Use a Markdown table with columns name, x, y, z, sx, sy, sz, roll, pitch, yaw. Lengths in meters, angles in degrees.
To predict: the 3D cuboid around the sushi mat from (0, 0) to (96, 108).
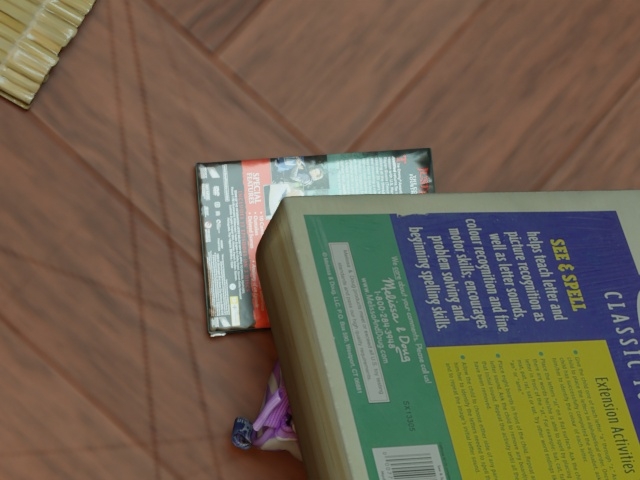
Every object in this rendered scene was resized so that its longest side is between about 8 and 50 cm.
| name | x | y | z | sx | sy | sz | roll | pitch | yaw |
| --- | --- | --- | --- | --- | --- | --- | --- | --- | --- |
| sushi mat | -0.242 | -0.205 | 0.892 | 0.316 | 0.019 | 0.151 | 29 | 82 | -2 |

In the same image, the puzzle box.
| name | x | y | z | sx | sy | sz | roll | pitch | yaw |
| --- | --- | --- | --- | --- | --- | --- | --- | --- | --- |
| puzzle box | 0.144 | 0.158 | 0.761 | 0.272 | 0.052 | 0.409 | -1 | 58 | -21 |

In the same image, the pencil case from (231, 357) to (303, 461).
| name | x | y | z | sx | sy | sz | roll | pitch | yaw |
| --- | --- | --- | --- | --- | --- | --- | --- | --- | --- |
| pencil case | 0.067 | 0.099 | 0.852 | 0.206 | 0.088 | 0.086 | 23 | 108 | -4 |

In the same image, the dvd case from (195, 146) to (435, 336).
| name | x | y | z | sx | sy | sz | roll | pitch | yaw |
| --- | --- | --- | --- | --- | --- | --- | --- | --- | --- |
| dvd case | 0.000 | 0.000 | 0.897 | 0.119 | 0.013 | 0.087 | -5 | 84 | -5 |
